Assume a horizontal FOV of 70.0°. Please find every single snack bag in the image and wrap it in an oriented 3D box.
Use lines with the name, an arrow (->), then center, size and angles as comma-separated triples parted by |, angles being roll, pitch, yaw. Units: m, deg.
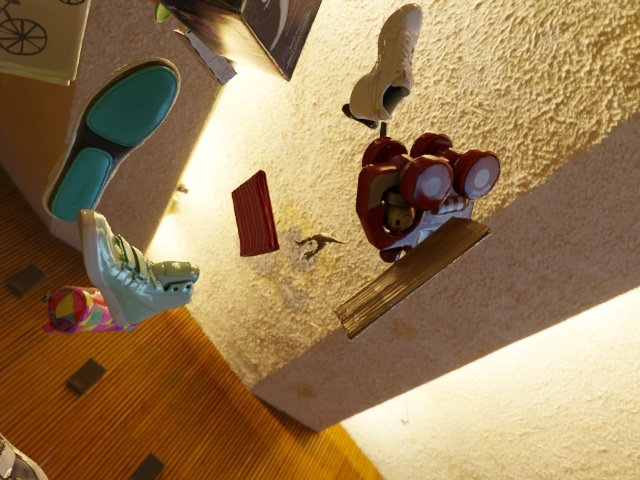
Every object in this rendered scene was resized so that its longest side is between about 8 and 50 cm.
snack bag -> -0.636, -0.494, 0.915 | 0.323, 0.342, 0.037 | 7, -16, -15

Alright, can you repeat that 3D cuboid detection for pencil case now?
pencil case -> -0.485, 0.153, 0.998 | 0.104, 0.104, 0.236 | 23, -4, 15

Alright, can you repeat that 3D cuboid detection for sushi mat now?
sushi mat -> 0.162, 0.063, 0.855 | 0.316, 0.151, 0.019 | -38, -78, 1

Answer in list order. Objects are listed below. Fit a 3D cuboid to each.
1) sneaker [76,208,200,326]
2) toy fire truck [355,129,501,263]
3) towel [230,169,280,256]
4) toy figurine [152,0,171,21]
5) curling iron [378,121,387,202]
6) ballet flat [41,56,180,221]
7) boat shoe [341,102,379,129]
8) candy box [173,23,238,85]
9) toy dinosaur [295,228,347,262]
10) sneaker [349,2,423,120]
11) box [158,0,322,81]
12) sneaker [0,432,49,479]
sneaker -> -0.272, 0.031, 0.709 | 0.256, 0.151, 0.094 | 96, -27, -52
toy fire truck -> 0.207, -0.074, 0.933 | 0.169, 0.302, 0.254 | 41, -43, 50
towel -> -0.178, -0.058, 1.180 | 0.275, 0.031, 0.199 | -13, -93, 64
toy figurine -> -0.323, -0.524, 0.831 | 0.159, 0.130, 0.173 | 34, -56, -15
curling iron -> 0.188, -0.226, 1.369 | 0.035, 0.068, 0.274 | 24, -43, 38
ballet flat -> -0.439, -0.218, 0.923 | 0.139, 0.139, 0.400 | 40, -77, -1
boat shoe -> 0.121, -0.391, 1.417 | 0.142, 0.040, 0.049 | 35, -81, 22
candy box -> -0.377, -0.620, 1.505 | 0.196, 0.070, 0.165 | 51, -4, -40
toy dinosaur -> 0.000, 0.000, 0.953 | 0.093, 0.183, 0.053 | -31, -86, -3
sneaker -> 0.196, -0.433, 1.139 | 0.152, 0.114, 0.305 | 32, -80, 43
box -> -0.099, -0.340, 0.594 | 0.143, 0.270, 0.165 | 23, -84, 5
sneaker -> -0.278, 0.141, 0.321 | 0.282, 0.099, 0.153 | 55, -32, 16
